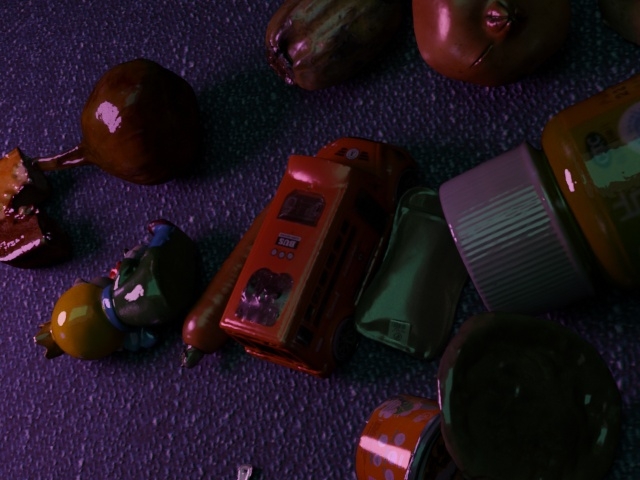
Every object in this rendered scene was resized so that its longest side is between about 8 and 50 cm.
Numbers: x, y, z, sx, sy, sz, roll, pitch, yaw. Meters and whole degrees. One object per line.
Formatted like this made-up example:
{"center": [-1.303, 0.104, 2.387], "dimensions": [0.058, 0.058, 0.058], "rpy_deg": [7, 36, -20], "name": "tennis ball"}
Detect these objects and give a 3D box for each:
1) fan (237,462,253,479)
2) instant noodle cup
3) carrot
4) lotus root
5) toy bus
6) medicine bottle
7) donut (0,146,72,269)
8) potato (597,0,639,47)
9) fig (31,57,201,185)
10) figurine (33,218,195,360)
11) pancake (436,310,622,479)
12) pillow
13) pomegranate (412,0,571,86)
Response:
{"center": [-0.116, 0.391, 1.354], "dimensions": [0.152, 0.008, 0.227], "rpy_deg": [-1, 65, 27], "name": "fan"}
{"center": [0.119, 0.248, 1.222], "dimensions": [0.125, 0.178, 0.208], "rpy_deg": [11, 45, 47], "name": "instant noodle cup"}
{"center": [-0.105, 0.031, 1.503], "dimensions": [0.069, 0.069, 0.336], "rpy_deg": [20, 73, 33], "name": "carrot"}
{"center": [0.042, -0.330, 1.566], "dimensions": [0.278, 0.154, 0.154], "rpy_deg": [-41, 54, 4], "name": "lotus root"}
{"center": [0.000, 0.000, 1.409], "dimensions": [0.143, 0.153, 0.329], "rpy_deg": [14, 72, 34], "name": "toy bus"}
{"center": [0.344, -0.060, 1.216], "dimensions": [0.384, 0.224, 0.224], "rpy_deg": [-25, 56, 14], "name": "medicine bottle"}
{"center": [-0.476, -0.033, 1.712], "dimensions": [0.141, 0.085, 0.217], "rpy_deg": [-31, 54, 11], "name": "donut"}
{"center": [0.423, -0.398, 1.363], "dimensions": [0.242, 0.242, 0.286], "rpy_deg": [-8, 65, 24], "name": "potato"}
{"center": [-0.310, -0.179, 1.655], "dimensions": [0.290, 0.190, 0.191], "rpy_deg": [3, 66, 41], "name": "fig"}
{"center": [-0.293, 0.076, 1.548], "dimensions": [0.234, 0.127, 0.185], "rpy_deg": [-28, 42, 28], "name": "figurine"}
{"center": [0.230, 0.181, 1.167], "dimensions": [0.222, 0.236, 0.042], "rpy_deg": [-49, 9, -24], "name": "pancake"}
{"center": [0.133, 0.040, 1.379], "dimensions": [0.130, 0.033, 0.218], "rpy_deg": [20, 74, 9], "name": "pillow"}
{"center": [0.224, -0.306, 1.424], "dimensions": [0.209, 0.209, 0.209], "rpy_deg": [-12, 60, 22], "name": "pomegranate"}
